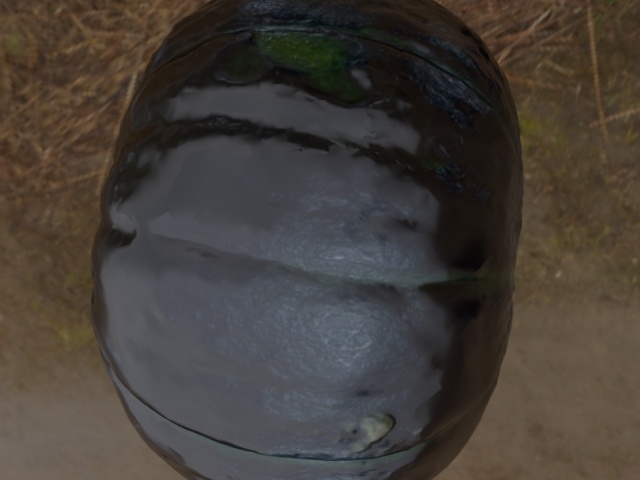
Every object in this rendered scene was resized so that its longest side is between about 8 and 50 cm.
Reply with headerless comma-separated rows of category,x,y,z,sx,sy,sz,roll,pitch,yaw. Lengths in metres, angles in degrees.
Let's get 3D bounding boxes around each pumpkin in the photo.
pumpkin,0.000,0.000,0.797,0.266,0.363,0.363,5,130,10
